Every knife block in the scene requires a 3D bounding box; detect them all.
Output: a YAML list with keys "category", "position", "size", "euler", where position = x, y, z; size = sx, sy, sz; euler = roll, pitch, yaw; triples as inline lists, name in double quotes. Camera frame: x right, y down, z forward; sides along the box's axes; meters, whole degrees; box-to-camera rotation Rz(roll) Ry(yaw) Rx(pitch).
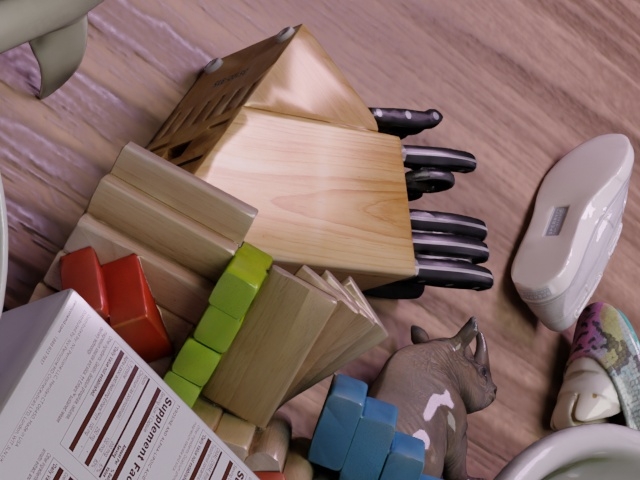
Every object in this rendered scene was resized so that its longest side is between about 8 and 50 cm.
- category: "knife block"
  position: [0.000, 0.000, 1.221]
  size: [0.242, 0.088, 0.275]
  euler: [52, 44, -21]

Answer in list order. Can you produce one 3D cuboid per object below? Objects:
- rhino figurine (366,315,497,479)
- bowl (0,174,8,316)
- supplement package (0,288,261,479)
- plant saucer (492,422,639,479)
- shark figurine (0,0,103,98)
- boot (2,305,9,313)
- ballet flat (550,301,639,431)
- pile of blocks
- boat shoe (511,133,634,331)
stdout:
- category: "rhino figurine"
  position: [0.064, 0.128, 1.259]
  size: [0.106, 0.073, 0.243]
  euler: [60, 40, -18]
- category: "bowl"
  position: [-0.295, 0.002, 0.814]
  size: [0.298, 0.134, 0.298]
  euler: [-1, 91, -25]
- category: "supplement package"
  position: [-0.143, 0.159, 0.919]
  size: [0.203, 0.194, 0.149]
  euler: [49, 46, -25]
- category: "plant saucer"
  position: [0.169, 0.325, 1.268]
  size: [0.400, 0.100, 0.400]
  euler: [15, 70, -46]
- category: "shark figurine"
  position: [-0.220, -0.145, 1.048]
  size: [0.278, 0.166, 0.116]
  euler: [-21, 66, -33]
- category: "boot"
  position: [-0.196, 0.012, 1.035]
  size: [0.121, 0.045, 0.099]
  euler: [31, 50, -39]
- category: "ballet flat"
  position: [0.214, 0.157, 1.426]
  size: [0.079, 0.077, 0.221]
  euler: [-9, 83, -30]
- category: "pile of blocks"
  position: [-0.017, 0.111, 1.026]
  size: [0.362, 0.149, 0.112]
  euler: [53, 10, -7]
- category: "boat shoe"
  position: [0.204, -0.007, 1.477]
  size: [0.063, 0.066, 0.184]
  euler: [61, 37, -34]
